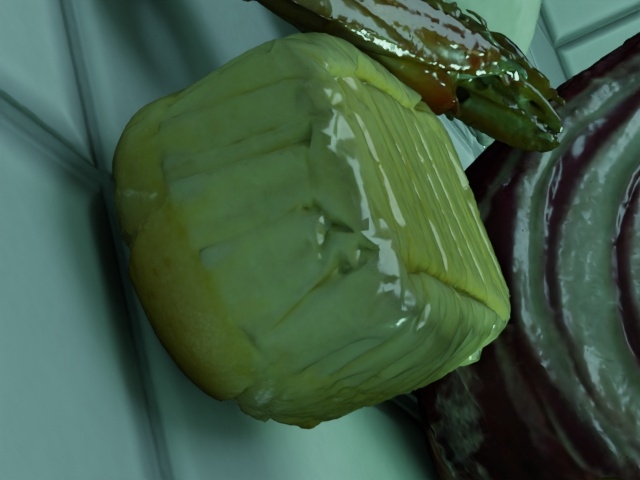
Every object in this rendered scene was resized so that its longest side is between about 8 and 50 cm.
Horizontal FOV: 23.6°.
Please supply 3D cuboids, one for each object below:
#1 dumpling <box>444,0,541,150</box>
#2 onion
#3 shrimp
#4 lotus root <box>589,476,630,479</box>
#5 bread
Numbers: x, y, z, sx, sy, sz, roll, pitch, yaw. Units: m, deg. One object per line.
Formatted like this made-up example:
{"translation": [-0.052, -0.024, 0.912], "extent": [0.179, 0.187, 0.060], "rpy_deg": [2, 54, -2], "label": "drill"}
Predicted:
{"translation": [0.051, -0.218, 1.006], "extent": [0.260, 0.181, 0.341], "rpy_deg": [-44, 131, -65], "label": "dumpling"}
{"translation": [0.106, 0.065, 0.810], "extent": [0.280, 0.146, 0.314], "rpy_deg": [119, -28, -57], "label": "onion"}
{"translation": [0.002, -0.116, 0.701], "extent": [0.267, 0.061, 0.145], "rpy_deg": [35, 14, -11], "label": "shrimp"}
{"translation": [0.107, 0.230, 0.499], "extent": [0.193, 0.193, 0.291], "rpy_deg": [56, 18, -34], "label": "lotus root"}
{"translation": [0.000, 0.000, 0.611], "extent": [0.140, 0.106, 0.236], "rpy_deg": [67, 15, 9], "label": "bread"}
